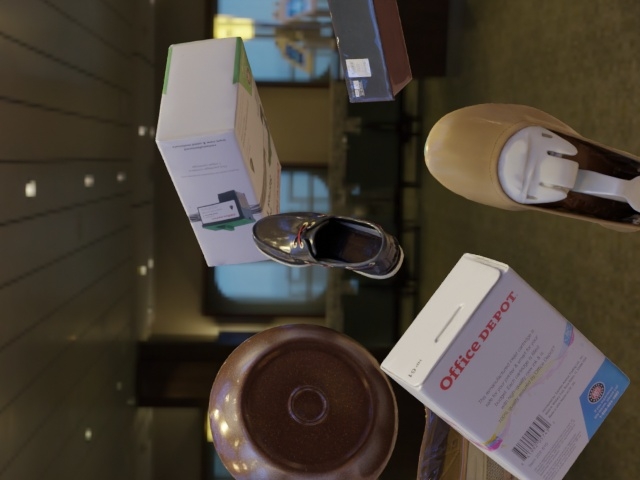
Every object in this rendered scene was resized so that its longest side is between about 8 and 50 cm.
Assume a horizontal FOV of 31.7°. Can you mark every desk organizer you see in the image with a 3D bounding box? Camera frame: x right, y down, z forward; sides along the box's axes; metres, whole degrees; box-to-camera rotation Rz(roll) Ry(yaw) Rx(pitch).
[{"bbox_3d":[0.044,-0.198,1.041,0.050,0.047,0.130,-47,-50,-50],"label":"desk organizer"}]

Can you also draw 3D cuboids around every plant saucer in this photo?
[{"bbox_3d":[-0.014,0.173,1.154,0.036,0.198,0.199,112,160,-64],"label":"plant saucer"}]

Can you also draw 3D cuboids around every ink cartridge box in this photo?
[{"bbox_3d":[0.110,0.079,0.672,0.088,0.122,0.052,-52,26,-7],"label":"ink cartridge box"},{"bbox_3d":[-0.111,-0.099,1.306,0.219,0.092,0.160,73,-167,-49],"label":"ink cartridge box"}]

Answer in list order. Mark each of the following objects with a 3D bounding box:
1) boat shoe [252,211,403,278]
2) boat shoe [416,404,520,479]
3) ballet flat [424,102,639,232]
[{"bbox_3d":[0.001,-0.002,0.908,0.042,0.133,0.049,44,-118,-59],"label":"boat shoe"},{"bbox_3d":[0.174,0.169,1.201,0.109,0.098,0.302,-36,37,51],"label":"boat shoe"},{"bbox_3d":[0.188,-0.053,0.846,0.073,0.232,0.080,21,101,60],"label":"ballet flat"}]
